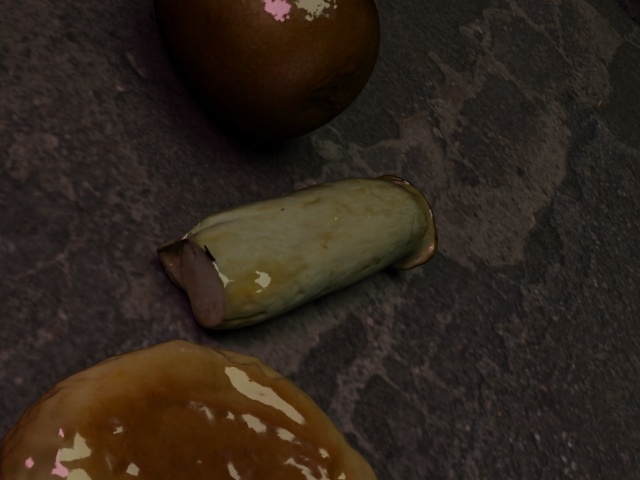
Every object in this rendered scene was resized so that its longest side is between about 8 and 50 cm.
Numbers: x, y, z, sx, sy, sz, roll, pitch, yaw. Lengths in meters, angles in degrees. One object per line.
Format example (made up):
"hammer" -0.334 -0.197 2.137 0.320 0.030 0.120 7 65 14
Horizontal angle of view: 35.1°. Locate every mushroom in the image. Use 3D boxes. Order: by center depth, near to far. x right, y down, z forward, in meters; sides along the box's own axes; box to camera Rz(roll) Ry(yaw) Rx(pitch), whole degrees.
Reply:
"mushroom" 0.000 0.000 0.877 0.312 0.081 0.100 -16 62 -50

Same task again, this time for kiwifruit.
"kiwifruit" -0.055 -0.211 0.932 0.196 0.196 0.234 -9 63 -50

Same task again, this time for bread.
"bread" -0.076 0.178 0.579 0.244 0.134 0.244 25 43 -26
